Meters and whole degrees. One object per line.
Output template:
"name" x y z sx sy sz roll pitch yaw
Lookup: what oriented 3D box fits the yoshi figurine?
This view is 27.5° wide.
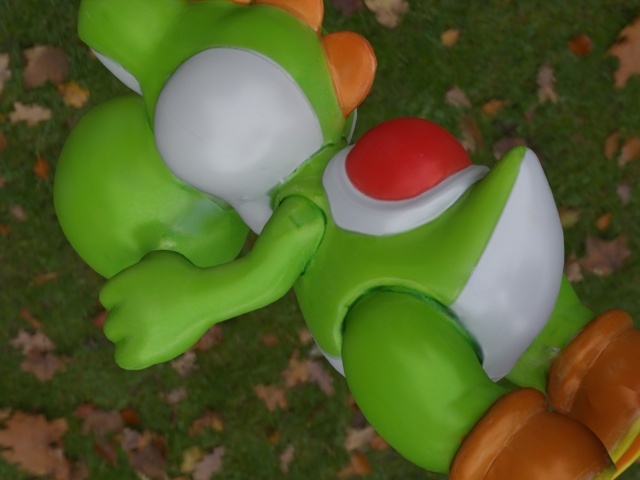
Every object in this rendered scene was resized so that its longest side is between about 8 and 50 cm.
"yoshi figurine" -0.007 0.016 0.677 0.203 0.362 0.203 -42 164 -6
